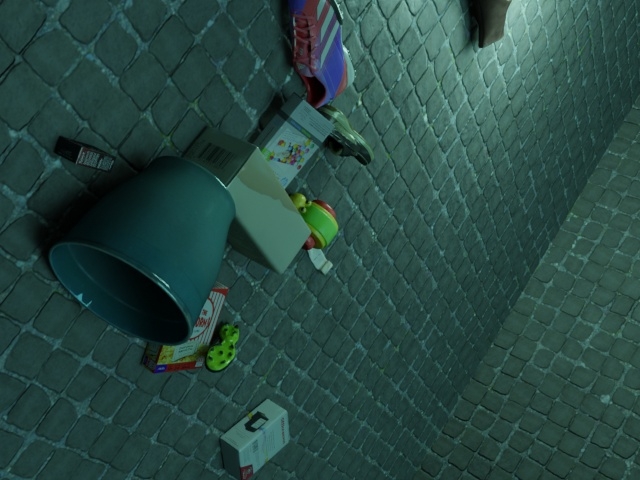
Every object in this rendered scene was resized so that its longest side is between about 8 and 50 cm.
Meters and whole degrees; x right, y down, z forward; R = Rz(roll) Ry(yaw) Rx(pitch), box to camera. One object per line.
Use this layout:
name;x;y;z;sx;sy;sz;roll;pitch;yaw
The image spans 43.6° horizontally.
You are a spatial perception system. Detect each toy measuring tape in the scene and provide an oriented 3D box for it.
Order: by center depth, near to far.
toy measuring tape;0.000;0.000;1.904;0.121;0.121;0.330;-52;145;-19

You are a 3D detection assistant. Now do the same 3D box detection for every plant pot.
plant pot;-0.283;0.002;1.398;0.255;0.271;0.272;-61;150;-33

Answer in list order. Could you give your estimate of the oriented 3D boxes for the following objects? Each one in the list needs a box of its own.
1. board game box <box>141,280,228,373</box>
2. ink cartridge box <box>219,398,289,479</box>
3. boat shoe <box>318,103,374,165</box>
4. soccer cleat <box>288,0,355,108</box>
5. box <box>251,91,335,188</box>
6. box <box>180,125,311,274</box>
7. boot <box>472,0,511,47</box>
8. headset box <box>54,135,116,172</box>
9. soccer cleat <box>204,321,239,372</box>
board game box;-0.284;0.179;1.688;0.146;0.045;0.194;4;108;-56
ink cartridge box;-0.166;0.512;2.051;0.175;0.072;0.127;-35;136;-38
boat shoe;0.048;-0.231;1.855;0.073;0.080;0.223;-54;141;-6
soccer cleat;-0.016;-0.404;1.624;0.116;0.108;0.318;-48;146;-17
box;-0.070;-0.206;1.698;0.186;0.038;0.145;-49;148;6
box;-0.151;-0.074;1.617;0.121;0.148;0.311;-54;147;-16
boot;0.443;-0.611;2.132;0.248;0.090;0.207;-35;135;-42
headset box;-0.389;-0.141;1.313;0.083;0.062;0.032;12;101;-57
soccer cleat;-0.216;0.249;1.762;0.179;0.060;0.072;-72;-179;-66
